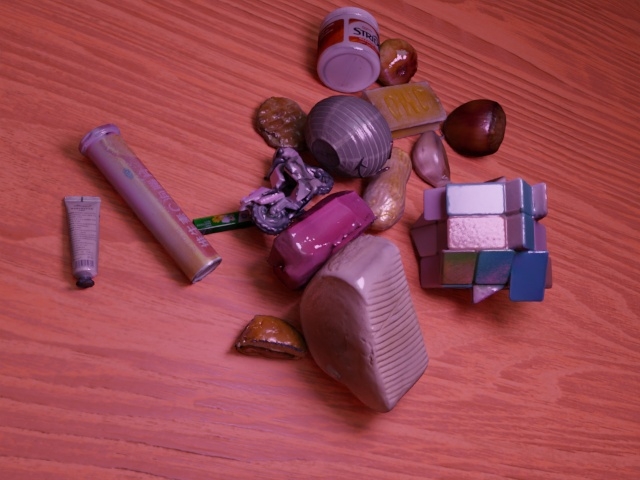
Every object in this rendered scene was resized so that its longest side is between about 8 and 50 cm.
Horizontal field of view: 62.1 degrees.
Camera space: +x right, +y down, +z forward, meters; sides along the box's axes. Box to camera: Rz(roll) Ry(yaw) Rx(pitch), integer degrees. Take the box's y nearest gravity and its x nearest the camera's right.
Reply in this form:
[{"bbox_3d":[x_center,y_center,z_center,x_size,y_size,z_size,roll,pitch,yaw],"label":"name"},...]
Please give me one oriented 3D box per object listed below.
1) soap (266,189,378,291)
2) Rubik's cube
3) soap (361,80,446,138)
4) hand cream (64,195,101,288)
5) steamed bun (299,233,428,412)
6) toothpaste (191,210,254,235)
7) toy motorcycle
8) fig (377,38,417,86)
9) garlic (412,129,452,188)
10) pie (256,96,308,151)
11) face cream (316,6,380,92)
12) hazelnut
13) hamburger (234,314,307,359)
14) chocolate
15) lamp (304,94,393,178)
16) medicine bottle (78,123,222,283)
[{"bbox_3d":[0.000,0.000,1.355,0.127,0.220,0.325,42,56,11],"label":"soap"},{"bbox_3d":[0.453,-0.002,1.482,0.388,0.368,0.357,2,81,-24],"label":"Rubik's cube"},{"bbox_3d":[0.269,-0.434,1.769,0.274,0.089,0.173,-18,74,-29],"label":"soap"},{"bbox_3d":[-0.541,-0.003,1.213,0.080,0.050,0.233,-1,61,-24],"label":"hand cream"},{"bbox_3d":[0.090,0.193,1.264,0.247,0.236,0.383,-37,117,-43],"label":"steamed bun"},{"bbox_3d":[-0.243,-0.047,1.367,0.179,0.043,0.037,-12,68,-29],"label":"toothpaste"},{"bbox_3d":[-0.102,-0.142,1.413,0.188,0.143,0.327,42,45,4],"label":"toy motorcycle"},{"bbox_3d":[0.221,-0.637,1.839,0.159,0.159,0.257,-11,49,-29],"label":"fig"},{"bbox_3d":[0.369,-0.298,1.746,0.129,0.148,0.266,0,63,16],"label":"garlic"},{"bbox_3d":[-0.104,-0.342,1.579,0.195,0.046,0.195,11,59,-20],"label":"pie"},{"bbox_3d":[0.091,-0.607,1.708,0.201,0.201,0.187,12,60,-18],"label":"face cream"},{"bbox_3d":[0.523,-0.385,1.812,0.208,0.208,0.208,10,61,-19],"label":"hazelnut"},{"bbox_3d":[-0.113,0.220,1.262,0.176,0.087,0.102,11,62,-17],"label":"hamburger"},{"bbox_3d":[0.196,-0.151,1.570,0.134,0.134,0.309,25,53,-11],"label":"chocolate"},{"bbox_3d":[0.085,-0.294,1.505,0.265,0.233,0.233,31,51,28],"label":"lamp"},{"bbox_3d":[-0.404,-0.088,1.283,0.108,0.108,0.426,-38,86,-34],"label":"medicine bottle"}]
